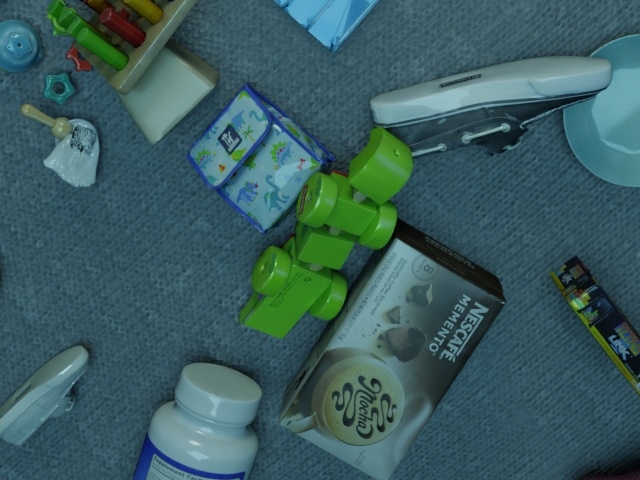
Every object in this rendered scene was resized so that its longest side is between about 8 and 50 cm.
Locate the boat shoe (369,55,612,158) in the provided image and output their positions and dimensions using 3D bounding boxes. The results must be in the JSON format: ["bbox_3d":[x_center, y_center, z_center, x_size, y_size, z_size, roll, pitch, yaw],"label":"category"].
[{"bbox_3d":[0.215,-0.157,1.377,0.301,0.108,0.102,-11,110,12],"label":"boat shoe"}]

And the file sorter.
[{"bbox_3d":[-0.010,-0.326,1.346,0.170,0.104,0.118,40,102,-8],"label":"file sorter"}]

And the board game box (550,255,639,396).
[{"bbox_3d":[0.375,0.112,1.425,0.048,0.141,0.170,-37,100,11],"label":"board game box"}]

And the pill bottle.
[{"bbox_3d":[-0.171,0.309,1.484,0.152,0.152,0.272,18,103,-3],"label":"pill bottle"}]

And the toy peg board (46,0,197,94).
[{"bbox_3d":[-0.242,-0.284,1.317,0.079,0.161,0.161,33,97,-43],"label":"toy peg board"}]

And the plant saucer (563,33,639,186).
[{"bbox_3d":[0.404,-0.167,1.409,0.195,0.037,0.195,0,103,1],"label":"plant saucer"}]

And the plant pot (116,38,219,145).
[{"bbox_3d":[-0.200,-0.199,1.376,0.109,0.109,0.096,-41,104,10],"label":"plant pot"}]

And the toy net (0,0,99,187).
[{"bbox_3d":[-0.335,-0.184,1.426,0.122,0.045,0.232,-27,107,-22],"label":"toy net"}]

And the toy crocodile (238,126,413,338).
[{"bbox_3d":[0.000,0.000,1.410,0.115,0.105,0.340,20,126,-21],"label":"toy crocodile"}]

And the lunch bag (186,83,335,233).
[{"bbox_3d":[-0.080,-0.106,1.413,0.151,0.096,0.129,43,104,4],"label":"lunch bag"}]

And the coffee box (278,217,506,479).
[{"bbox_3d":[0.092,0.143,1.452,0.168,0.119,0.297,31,103,-5],"label":"coffee box"}]

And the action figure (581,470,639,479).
[{"bbox_3d":[0.445,0.339,1.457,0.370,0.248,0.276,-16,69,30],"label":"action figure"}]

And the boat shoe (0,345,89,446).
[{"bbox_3d":[-0.374,0.218,1.515,0.184,0.066,0.063,-43,113,8],"label":"boat shoe"}]
